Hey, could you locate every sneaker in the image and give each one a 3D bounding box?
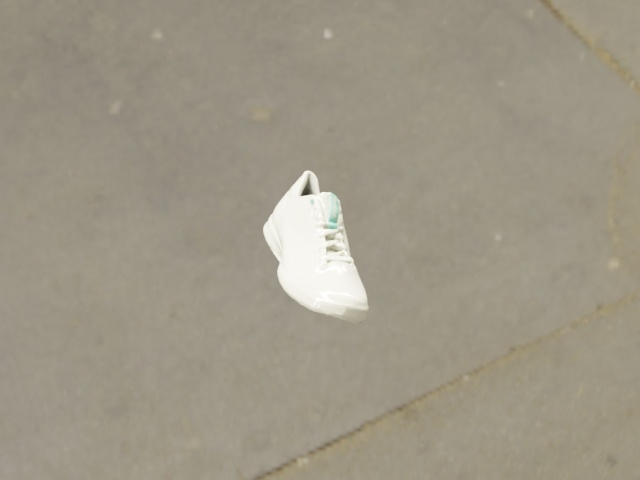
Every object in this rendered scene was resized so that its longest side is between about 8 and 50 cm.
[{"bbox_3d":[0.000,0.000,1.349,0.080,0.094,0.212,14,24,-29],"label":"sneaker"}]
